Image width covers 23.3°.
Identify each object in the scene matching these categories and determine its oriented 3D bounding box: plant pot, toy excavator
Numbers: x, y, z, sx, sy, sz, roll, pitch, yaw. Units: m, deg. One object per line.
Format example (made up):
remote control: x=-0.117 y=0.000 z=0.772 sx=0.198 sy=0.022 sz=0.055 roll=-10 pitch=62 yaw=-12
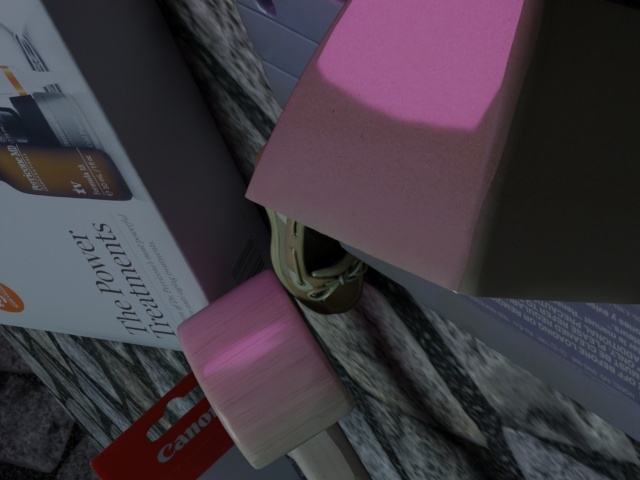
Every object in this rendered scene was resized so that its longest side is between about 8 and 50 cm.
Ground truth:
plant pot: x=0.057 y=-0.041 z=0.524 sx=0.109 sy=0.096 sz=0.109 roll=4 pitch=-165 yaw=-44
toy excavator: x=0.070 y=0.271 z=1.117 sx=0.445 sy=0.222 sz=0.433 roll=57 pitch=180 yaw=24

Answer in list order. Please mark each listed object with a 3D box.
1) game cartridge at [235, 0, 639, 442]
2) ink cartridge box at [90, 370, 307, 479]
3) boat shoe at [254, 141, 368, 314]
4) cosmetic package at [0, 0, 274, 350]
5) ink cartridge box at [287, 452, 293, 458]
game cartridge: x=0.110 y=-0.008 z=0.677 sx=0.355 sy=0.068 sz=0.230 roll=33 pitch=161 yaw=40
ink cartridge box: x=-0.087 y=0.225 z=1.444 sx=0.066 sy=0.189 sz=0.232 roll=33 pitch=157 yaw=39
boat shoe: x=0.001 y=-0.001 z=0.962 sx=0.048 sy=0.056 sz=0.153 roll=39 pitch=154 yaw=40
cosmetic package: x=-0.218 y=-0.077 z=1.076 sx=0.284 sy=0.097 sz=0.377 roll=8 pitch=143 yaw=29
ink cartridge box: x=-0.056 y=0.096 z=1.303 sx=0.104 sy=0.060 sz=0.180 roll=27 pitch=153 yaw=48
